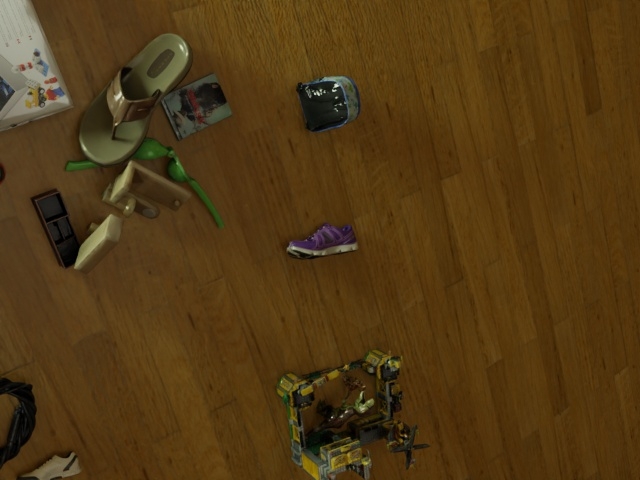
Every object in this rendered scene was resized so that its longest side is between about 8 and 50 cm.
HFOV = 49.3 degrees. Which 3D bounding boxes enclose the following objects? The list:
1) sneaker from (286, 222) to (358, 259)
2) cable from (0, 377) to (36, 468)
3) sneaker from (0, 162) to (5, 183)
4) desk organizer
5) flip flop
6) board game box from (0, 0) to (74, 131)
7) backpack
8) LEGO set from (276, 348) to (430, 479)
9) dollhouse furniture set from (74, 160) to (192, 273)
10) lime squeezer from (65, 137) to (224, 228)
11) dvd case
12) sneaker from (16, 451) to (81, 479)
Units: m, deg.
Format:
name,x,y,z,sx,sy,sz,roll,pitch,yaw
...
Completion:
name,x,y,z,sx,sy,sz,roll,pitch,yaw
sneaker,0.000,0.000,1.450,0.169,0.068,0.071,-9,86,-37
cable,-0.556,0.315,1.174,0.184,0.047,0.151,-41,121,-19
sneaker,-0.576,-0.123,1.095,0.157,0.065,0.061,9,93,-30
desk organizer,-0.445,-0.019,1.192,0.047,0.050,0.130,-25,109,-24
flip flop,-0.316,-0.251,1.195,0.112,0.080,0.277,36,76,-2
board game box,-0.533,-0.322,1.074,0.192,0.053,0.306,-24,113,-18
backpack,0.026,-0.275,1.385,0.084,0.114,0.105,-28,109,-44
LEGO set,0.081,0.375,1.462,0.331,0.192,0.255,-2,98,-29
dollhouse furniture set,-0.322,-0.018,1.207,0.123,0.144,0.151,29,44,-30
lime squeezer,-0.288,-0.119,1.264,0.310,0.058,0.110,22,86,-31
dvd case,-0.232,-0.250,1.301,0.119,0.013,0.087,-30,110,-22
sneaker,-0.485,0.407,1.243,0.109,0.040,0.044,-8,85,-32
